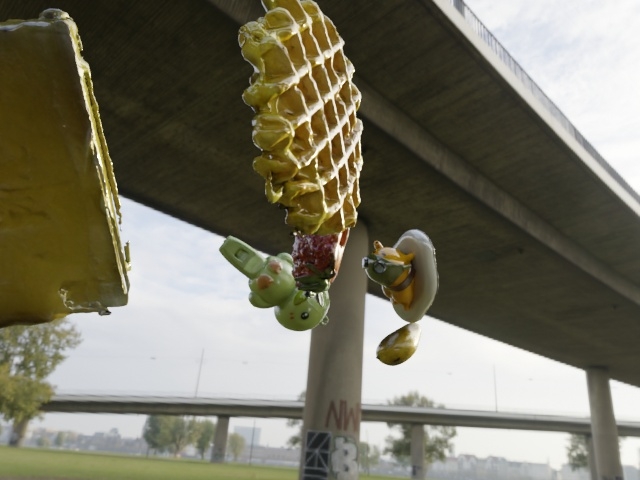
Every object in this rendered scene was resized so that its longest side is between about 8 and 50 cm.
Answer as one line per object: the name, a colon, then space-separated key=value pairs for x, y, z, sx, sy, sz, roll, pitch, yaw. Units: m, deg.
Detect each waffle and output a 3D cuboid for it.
waffle: x=-0.008 y=-0.153 z=0.663 sx=0.062 sy=0.329 sz=0.329 roll=-1 pitch=-24 yaw=22

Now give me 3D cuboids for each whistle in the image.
whistle: x=-0.087 y=0.098 z=1.134 sx=0.141 sy=0.141 sz=0.294 roll=-18 pitch=-50 yaw=42

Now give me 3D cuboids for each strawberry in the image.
strawberry: x=-0.001 y=0.003 z=0.843 sx=0.085 sy=0.140 sz=0.192 roll=14 pitch=-66 yaw=8

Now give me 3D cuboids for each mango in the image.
mango: x=0.203 y=0.259 z=1.310 sx=0.161 sy=0.076 sz=0.103 roll=-30 pitch=-11 yaw=-47

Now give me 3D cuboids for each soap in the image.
soap: x=-0.234 y=-0.048 z=0.399 sx=0.135 sy=0.076 sz=0.233 roll=-9 pitch=-64 yaw=-14

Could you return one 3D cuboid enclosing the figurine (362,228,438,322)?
figurine: x=0.176 y=0.103 z=1.251 sx=0.141 sy=0.249 sz=0.167 roll=-15 pitch=23 yaw=-33
